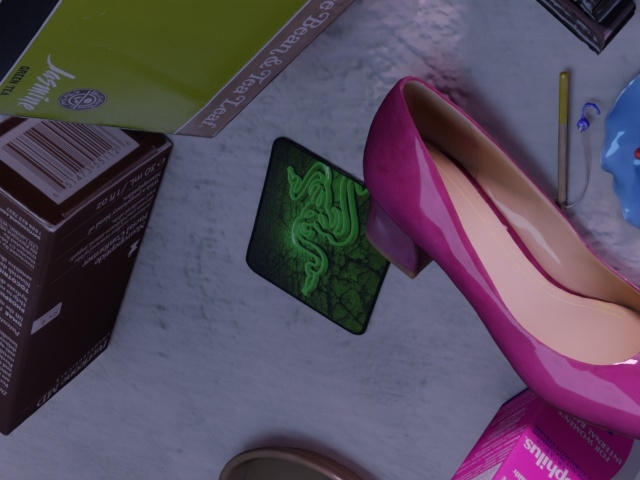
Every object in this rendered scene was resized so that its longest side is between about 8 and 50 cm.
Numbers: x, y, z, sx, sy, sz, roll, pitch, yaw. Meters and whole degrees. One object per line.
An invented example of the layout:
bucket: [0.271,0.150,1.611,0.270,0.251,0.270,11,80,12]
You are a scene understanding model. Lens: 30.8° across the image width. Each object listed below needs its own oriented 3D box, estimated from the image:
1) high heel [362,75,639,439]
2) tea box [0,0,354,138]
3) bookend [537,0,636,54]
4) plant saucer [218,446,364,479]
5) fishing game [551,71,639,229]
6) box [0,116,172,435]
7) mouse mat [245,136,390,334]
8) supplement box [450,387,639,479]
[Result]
high heel: [0.186,0.021,0.932,0.377,0.127,0.181,30,146,19]
tea box: [-0.148,-0.251,0.813,0.329,0.324,0.219,-36,58,46]
bookend: [0.189,-0.239,0.785,0.157,0.072,0.156,43,137,2]
plant saucer: [-0.002,0.352,1.400,0.278,0.041,0.277,20,131,24]
fishing game: [0.294,-0.048,0.871,0.264,0.041,0.189,21,135,26]
box: [-0.309,0.027,1.280,0.143,0.191,0.381,37,137,9]
mouse mat: [0.000,0.000,1.159,0.153,0.007,0.189,31,134,15]
supplement box: [0.186,0.227,1.029,0.111,0.220,0.114,45,137,0]
